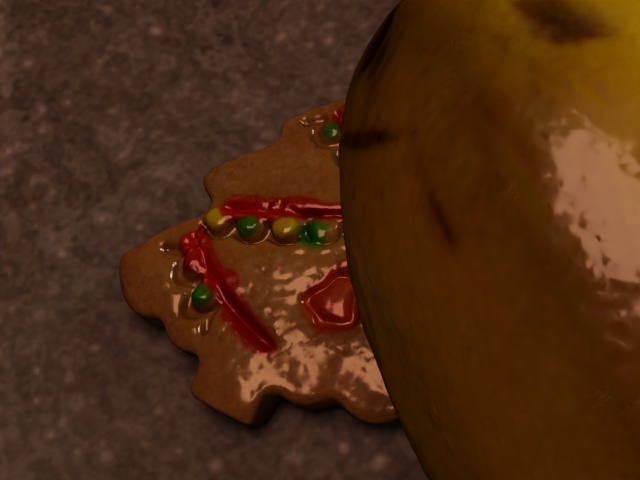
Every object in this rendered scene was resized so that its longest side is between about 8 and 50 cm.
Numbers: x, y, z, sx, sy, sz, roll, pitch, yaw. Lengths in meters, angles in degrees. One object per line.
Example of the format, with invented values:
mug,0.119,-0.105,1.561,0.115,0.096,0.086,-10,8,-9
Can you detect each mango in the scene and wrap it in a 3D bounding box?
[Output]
mango,0.147,0.070,0.951,0.221,0.301,0.445,-12,76,-19

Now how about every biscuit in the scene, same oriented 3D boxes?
biscuit,0.000,0.000,1.164,0.212,0.041,0.238,22,71,27
